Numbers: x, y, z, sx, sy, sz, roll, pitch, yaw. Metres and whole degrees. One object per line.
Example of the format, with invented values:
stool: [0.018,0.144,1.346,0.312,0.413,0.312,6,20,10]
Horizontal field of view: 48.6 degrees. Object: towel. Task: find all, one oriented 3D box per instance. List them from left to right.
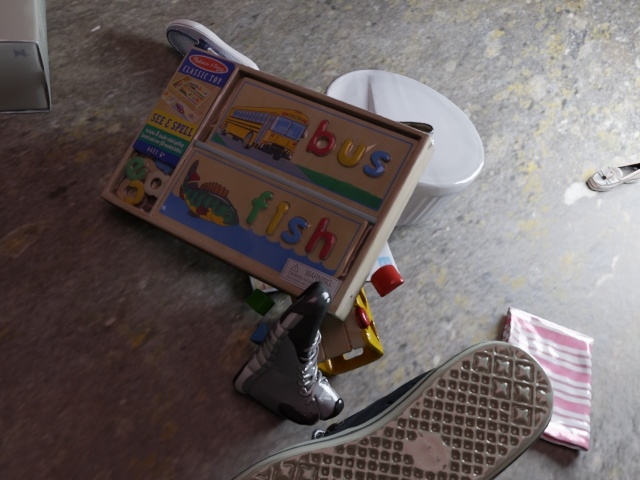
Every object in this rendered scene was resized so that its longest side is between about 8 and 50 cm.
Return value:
towel: [0.334,0.198,1.045,0.144,0.029,0.197,21,53,-1]

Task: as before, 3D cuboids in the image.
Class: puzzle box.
puzzle box: [-0.081,-0.094,0.989,0.409,0.052,0.272,24,79,22]

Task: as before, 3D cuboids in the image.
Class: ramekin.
ramekin: [0.113,-0.142,1.143,0.273,0.127,0.273,13,46,-14]

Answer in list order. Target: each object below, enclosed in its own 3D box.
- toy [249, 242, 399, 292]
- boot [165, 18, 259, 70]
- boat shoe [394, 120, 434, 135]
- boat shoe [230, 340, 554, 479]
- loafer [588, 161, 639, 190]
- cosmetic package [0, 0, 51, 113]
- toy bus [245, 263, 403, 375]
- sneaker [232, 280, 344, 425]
toy: [0.000,0.000,1.077,0.237,0.056,0.137,-7,59,-19]
boot: [-0.203,-0.311,1.231,0.190,0.069,0.086,30,51,5]
boat shoe: [0.108,-0.157,1.035,0.125,0.038,0.046,4,49,-21]
boat shoe: [0.055,0.292,0.834,0.500,0.156,0.187,-30,72,-18]
loafer: [0.556,-0.126,1.323,0.125,0.039,0.045,-14,61,-23]
cosmetic package: [-0.512,-0.360,1.135,0.129,0.153,0.296,-6,56,-17]
toy bus: [0.016,0.086,0.990,0.191,0.104,0.202,23,78,29]
sneaker: [-0.010,0.152,0.872,0.132,0.229,0.086,40,45,4]
